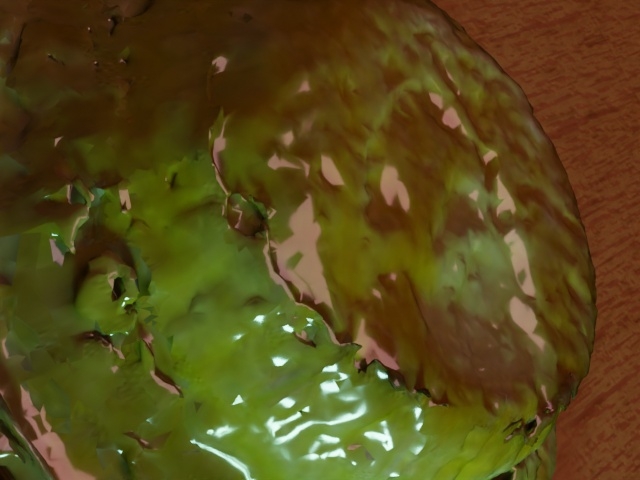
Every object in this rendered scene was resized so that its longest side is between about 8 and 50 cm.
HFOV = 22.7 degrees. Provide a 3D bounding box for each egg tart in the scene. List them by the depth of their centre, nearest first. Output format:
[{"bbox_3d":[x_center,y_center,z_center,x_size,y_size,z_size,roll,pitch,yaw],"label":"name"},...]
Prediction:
[{"bbox_3d":[0.000,0.000,0.801,0.443,0.178,0.443,27,50,-37],"label":"egg tart"}]
